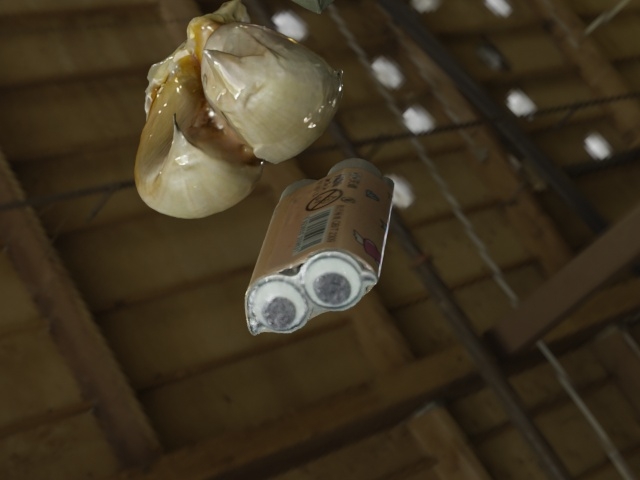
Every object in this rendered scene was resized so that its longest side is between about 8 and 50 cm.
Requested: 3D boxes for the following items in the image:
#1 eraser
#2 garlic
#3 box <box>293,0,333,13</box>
[{"bbox_3d":[0.000,0.000,1.794,0.087,0.171,0.290,62,-163,-20],"label":"eraser"},{"bbox_3d":[-0.115,-0.164,1.792,0.313,0.286,0.249,-126,13,-62],"label":"garlic"},{"bbox_3d":[0.010,-0.403,1.643,0.149,0.155,0.231,32,-117,32],"label":"box"}]
